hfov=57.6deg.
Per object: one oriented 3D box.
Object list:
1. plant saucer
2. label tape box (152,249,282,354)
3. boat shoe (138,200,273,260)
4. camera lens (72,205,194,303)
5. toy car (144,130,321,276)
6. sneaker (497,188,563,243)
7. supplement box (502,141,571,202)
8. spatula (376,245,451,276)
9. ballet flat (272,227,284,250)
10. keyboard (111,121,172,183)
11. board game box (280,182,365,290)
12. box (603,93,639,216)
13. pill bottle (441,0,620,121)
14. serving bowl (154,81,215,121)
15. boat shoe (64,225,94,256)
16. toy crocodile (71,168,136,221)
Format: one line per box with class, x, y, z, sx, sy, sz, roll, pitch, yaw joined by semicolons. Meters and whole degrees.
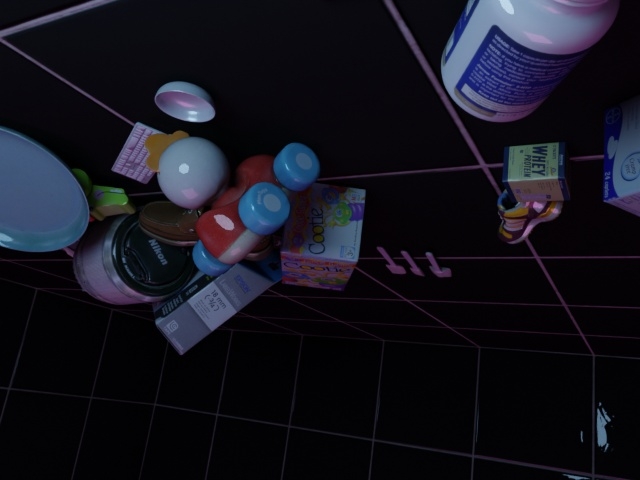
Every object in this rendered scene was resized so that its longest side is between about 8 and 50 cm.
plant saucer;-0.593;-0.101;1.102;0.317;0.044;0.318;2;137;2
label tape box;-0.242;0.102;1.418;0.106;0.333;0.240;56;170;-19
boat shoe;-0.244;-0.050;1.228;0.307;0.111;0.104;10;138;9
camera lens;-0.448;0.041;1.396;0.219;0.220;0.274;21;160;-37
toy car;-0.166;-0.101;0.933;0.238;0.210;0.219;42;140;-11
sneaker;0.331;-0.053;0.988;0.083;0.070;0.185;18;157;-4
supplement box;0.315;-0.097;0.844;0.083;0.056;0.083;-1;162;28
spatula;0.239;0.056;1.482;0.168;0.019;0.242;8;164;22
ballet flat;-0.087;-0.001;1.383;0.249;0.058;0.084;13;127;-34
keyboard;-0.321;-0.151;1.046;0.072;0.014;0.256;16;162;-25
board game box;0.000;0.000;1.171;0.142;0.144;0.275;8;165;-1
box;0.395;-0.107;0.647;0.072;0.126;0.137;17;161;-23
pill bottle;0.180;-0.190;0.492;0.111;0.112;0.187;9;164;-3
serving bowl;-0.184;-0.195;0.803;0.083;0.027;0.083;7;164;2
boat shoe;-0.658;-0.044;1.490;0.099;0.116;0.319;-36;151;-2
toy crocodile;-0.558;-0.090;1.207;0.340;0.105;0.115;8;164;-2
